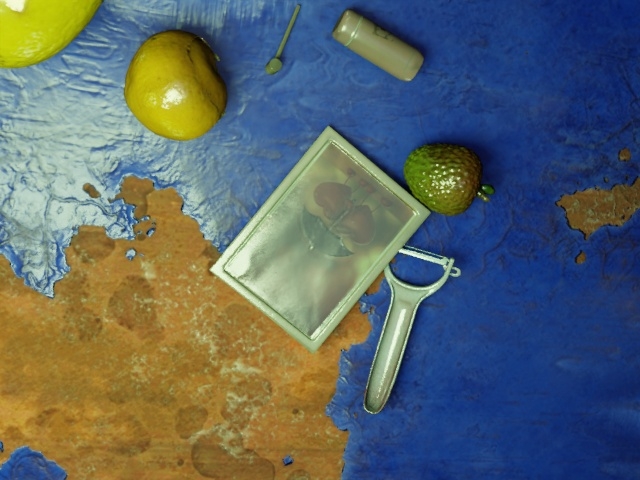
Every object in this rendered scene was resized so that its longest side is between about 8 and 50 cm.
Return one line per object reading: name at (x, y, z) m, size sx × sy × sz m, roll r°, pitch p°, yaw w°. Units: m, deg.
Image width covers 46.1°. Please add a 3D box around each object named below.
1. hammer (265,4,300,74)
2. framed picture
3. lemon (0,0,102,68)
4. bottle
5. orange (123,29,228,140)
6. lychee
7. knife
hammer at (-0.054, -0.300, 1.117) m, size 0.019 × 0.035 × 0.110 m, roll 22°, pitch 86°, yaw -16°
framed picture at (0.000, 0.000, 1.169) m, size 0.211 × 0.020 × 0.289 m, roll 40°, pitch 90°, yaw -6°
lemon at (-0.385, -0.351, 0.920) m, size 0.284 × 0.260 × 0.260 m, roll -32°, pitch 105°, yaw 11°
bottle at (0.086, -0.294, 1.133) m, size 0.140 × 0.053 × 0.053 m, roll 27°, pitch 93°, yaw -15°
orange at (-0.199, -0.212, 1.042) m, size 0.134 × 0.156 × 0.156 m, roll -12°, pitch 103°, yaw 11°
lychee at (0.200, -0.096, 1.164) m, size 0.147 × 0.114 × 0.114 m, roll 25°, pitch 94°, yaw 4°
knife at (0.132, 0.147, 1.214) m, size 0.124 × 0.053 × 0.277 m, roll 17°, pitch 94°, yaw 13°
